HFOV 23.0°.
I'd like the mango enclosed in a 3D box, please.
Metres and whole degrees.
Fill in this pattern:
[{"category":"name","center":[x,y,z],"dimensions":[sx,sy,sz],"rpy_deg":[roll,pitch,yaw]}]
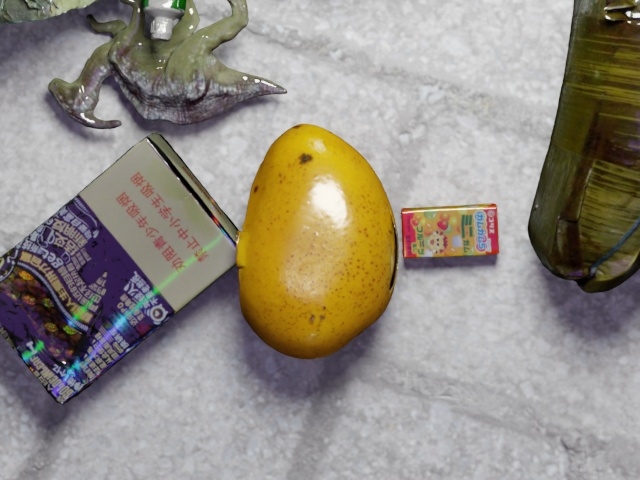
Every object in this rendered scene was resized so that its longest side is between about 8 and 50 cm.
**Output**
[{"category":"mango","center":[0.000,0.000,1.924],"dimensions":[0.191,0.160,0.290],"rpy_deg":[-2,88,9]}]

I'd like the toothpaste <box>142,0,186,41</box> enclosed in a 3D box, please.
[{"category":"toothpaste","center":[-0.181,-0.361,1.883],"dimensions":[0.078,0.047,0.248],"rpy_deg":[4,84,10]}]

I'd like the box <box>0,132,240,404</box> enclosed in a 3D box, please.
[{"category":"box","center":[-0.264,0.035,1.979],"dimensions":[0.310,0.084,0.198],"rpy_deg":[-38,94,8]}]

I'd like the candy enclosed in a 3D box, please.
[{"category":"candy","center":[0.161,-0.012,1.963],"dimensions":[0.122,0.038,0.062],"rpy_deg":[-2,98,5]}]

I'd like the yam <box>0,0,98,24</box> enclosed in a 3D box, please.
[{"category":"yam","center":[-0.350,-0.403,1.871],"dimensions":[0.201,0.202,0.271],"rpy_deg":[1,106,40]}]

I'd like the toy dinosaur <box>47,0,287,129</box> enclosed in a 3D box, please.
[{"category":"toy dinosaur","center":[-0.193,-0.223,1.946],"dimensions":[0.294,0.077,0.162],"rpy_deg":[-1,99,17]}]

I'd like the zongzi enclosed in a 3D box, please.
[{"category":"zongzi","center":[0.479,-0.109,1.863],"dimensions":[0.432,0.208,0.403],"rpy_deg":[10,104,-9]}]
